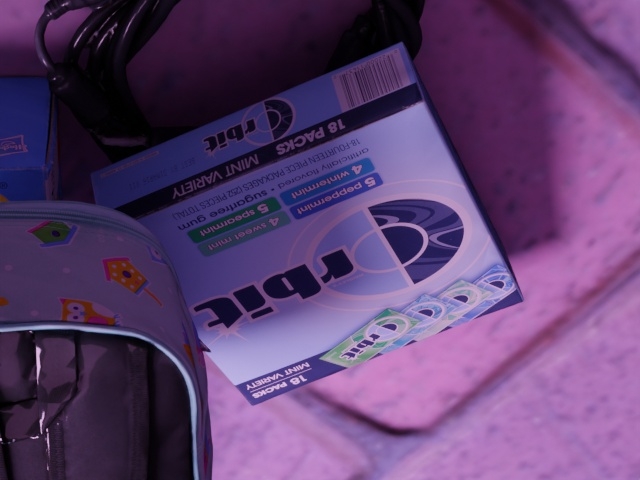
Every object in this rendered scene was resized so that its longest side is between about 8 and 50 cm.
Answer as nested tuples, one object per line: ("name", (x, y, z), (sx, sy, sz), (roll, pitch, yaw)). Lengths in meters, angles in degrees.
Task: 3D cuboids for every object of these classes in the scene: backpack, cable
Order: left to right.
("backpack", (-0.127, 0.065, 0.695), (0.166, 0.144, 0.188), (-3, 140, -6))
("cable", (-0.029, -0.084, 0.771), (0.184, 0.047, 0.150), (-24, 125, 10))

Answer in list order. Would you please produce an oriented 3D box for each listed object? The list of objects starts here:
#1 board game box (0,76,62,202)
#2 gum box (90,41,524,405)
("board game box", (-0.278, 0.071, 0.825), (0.308, 0.086, 0.302), (-2, 125, -6))
("gum box", (0.000, 0.000, 0.805), (0.157, 0.041, 0.184), (-22, 143, 9))
